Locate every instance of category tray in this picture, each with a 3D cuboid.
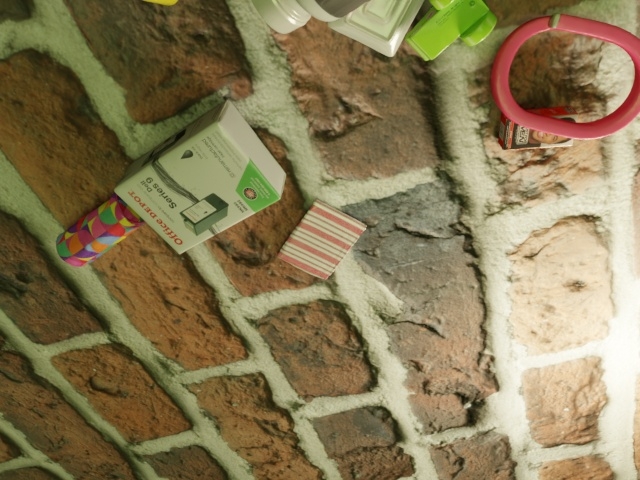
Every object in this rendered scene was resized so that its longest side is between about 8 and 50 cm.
[{"bbox_3d":[0.131,-0.467,0.921,0.145,0.030,0.270,21,125,-14],"label":"tray"}]

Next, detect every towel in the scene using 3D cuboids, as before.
[{"bbox_3d":[0.000,0.000,1.279,0.144,0.029,0.197,26,121,-17],"label":"towel"}]

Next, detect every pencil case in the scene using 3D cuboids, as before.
[{"bbox_3d":[-0.509,-0.029,1.232,0.236,0.104,0.104,-31,120,20],"label":"pencil case"}]

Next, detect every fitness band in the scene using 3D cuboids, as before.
[{"bbox_3d":[0.469,-0.301,0.988,0.291,0.054,0.209,13,113,-2],"label":"fitness band"}]

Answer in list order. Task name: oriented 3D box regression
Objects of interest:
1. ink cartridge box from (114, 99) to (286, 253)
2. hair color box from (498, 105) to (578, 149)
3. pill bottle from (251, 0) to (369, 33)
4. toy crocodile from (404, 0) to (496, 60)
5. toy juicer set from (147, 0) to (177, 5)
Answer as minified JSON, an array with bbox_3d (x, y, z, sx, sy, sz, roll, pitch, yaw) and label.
[{"bbox_3d":[-0.253,-0.126,1.131,0.289,0.121,0.211,-27,121,21],"label":"ink cartridge box"},{"bbox_3d":[0.442,-0.229,1.079,0.141,0.043,0.072,-4,125,4],"label":"hair color box"},{"bbox_3d":[0.039,-0.457,0.823,0.318,0.176,0.176,-17,126,32],"label":"pill bottle"},{"bbox_3d":[0.285,-0.449,0.895,0.115,0.105,0.340,32,126,-21],"label":"toy crocodile"},{"bbox_3d":[-0.188,-0.522,0.826,0.329,0.089,0.209,-7,108,32],"label":"toy juicer set"}]
